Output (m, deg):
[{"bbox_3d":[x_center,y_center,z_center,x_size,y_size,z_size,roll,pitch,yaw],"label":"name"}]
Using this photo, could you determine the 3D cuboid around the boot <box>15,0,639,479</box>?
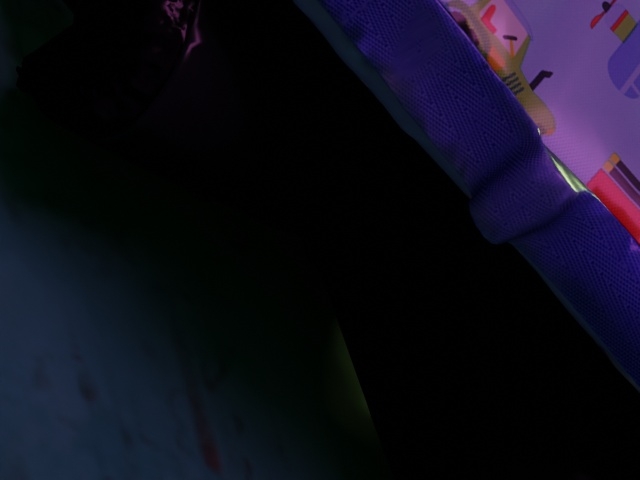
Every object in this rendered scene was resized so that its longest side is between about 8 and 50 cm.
[{"bbox_3d":[0.000,0.000,0.618,0.207,0.094,0.246,30,30,-43],"label":"boot"}]

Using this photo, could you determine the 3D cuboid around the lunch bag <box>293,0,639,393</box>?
[{"bbox_3d":[0.094,-0.062,0.644,0.221,0.138,0.293,50,24,-9],"label":"lunch bag"}]
